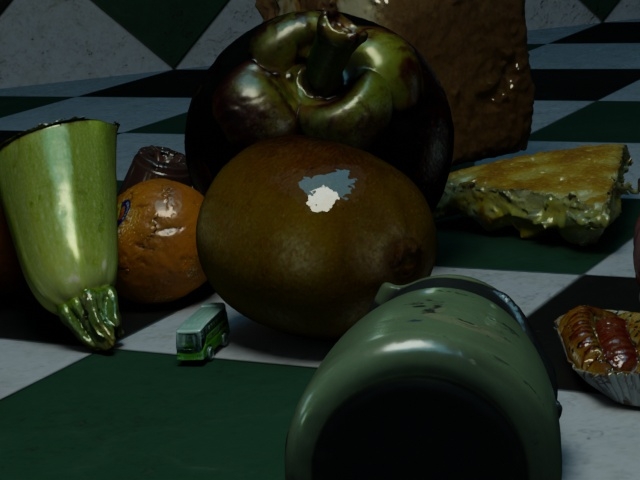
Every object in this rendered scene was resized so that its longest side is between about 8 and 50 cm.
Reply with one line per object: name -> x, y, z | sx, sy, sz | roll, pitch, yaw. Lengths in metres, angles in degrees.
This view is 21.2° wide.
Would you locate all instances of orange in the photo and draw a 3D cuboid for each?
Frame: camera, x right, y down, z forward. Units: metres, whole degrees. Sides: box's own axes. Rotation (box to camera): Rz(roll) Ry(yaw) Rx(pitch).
orange -> -0.165, 0.005, 1.769 | 0.135, 0.117, 0.135 | -42, 23, 22

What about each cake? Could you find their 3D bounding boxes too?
cake -> 0.088, -0.220, 2.166 | 0.282, 0.255, 0.290 | -13, 12, -31

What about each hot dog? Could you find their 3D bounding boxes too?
hot dog -> 0.252, 0.089, 1.425 | 0.099, 0.053, 0.192 | -2, 15, -5

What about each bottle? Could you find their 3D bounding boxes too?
bottle -> 0.081, 0.111, 1.162 | 0.168, 0.168, 0.347 | -2, 9, 9

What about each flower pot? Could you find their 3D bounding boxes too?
flower pot -> -0.198, -0.063, 2.066 | 0.111, 0.089, 0.111 | 13, 21, -5

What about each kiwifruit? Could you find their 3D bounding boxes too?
kiwifruit -> 0.000, 0.000, 1.592 | 0.234, 0.196, 0.196 | 12, 21, 41

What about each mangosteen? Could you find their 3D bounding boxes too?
mangosteen -> -0.012, -0.104, 1.813 | 0.297, 0.297, 0.313 | 2, 4, 26

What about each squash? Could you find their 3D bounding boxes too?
squash -> -0.258, -0.009, 1.678 | 0.137, 0.137, 0.287 | -5, 49, -5

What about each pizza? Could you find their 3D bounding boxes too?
pizza -> 0.259, -0.040, 1.946 | 0.280, 0.075, 0.287 | -10, 16, -6

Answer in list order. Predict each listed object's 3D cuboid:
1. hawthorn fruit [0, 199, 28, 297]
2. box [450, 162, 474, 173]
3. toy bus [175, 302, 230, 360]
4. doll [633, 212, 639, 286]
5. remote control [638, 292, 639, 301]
hawthorn fruit -> -0.366, -0.014, 1.825 | 0.251, 0.199, 0.199 | 10, 10, -15
box -> 0.065, -0.084, 2.240 | 0.229, 0.041, 0.162 | 10, 19, 44
toy bus -> -0.109, 0.086, 1.584 | 0.031, 0.037, 0.083 | -1, 14, 16
doll -> 0.385, 0.026, 1.444 | 0.256, 0.152, 0.196 | 10, -20, -6
remote control -> 0.432, 0.040, 1.642 | 0.261, 0.029, 0.067 | -11, 15, -19
